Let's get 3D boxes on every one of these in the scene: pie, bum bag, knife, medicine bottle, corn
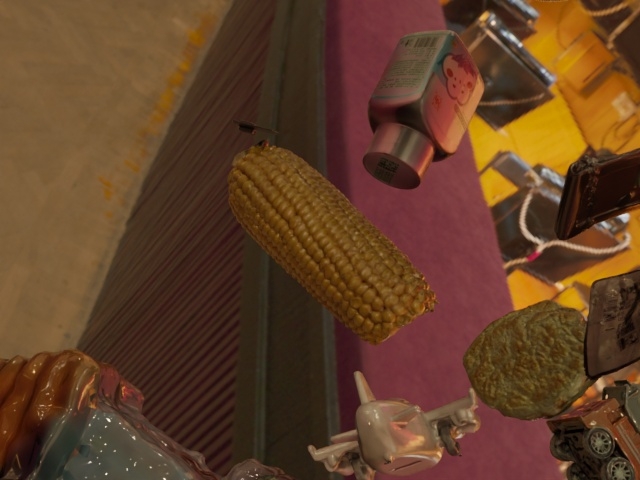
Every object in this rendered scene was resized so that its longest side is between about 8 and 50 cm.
[{"bbox_3d":[0.399,0.218,1.350,0.105,0.257,0.274,52,-11,-27],"label":"pie"},{"bbox_3d":[0.333,-0.064,0.797,0.160,0.109,0.026,-19,48,-13],"label":"bum bag"},{"bbox_3d":[-0.102,-0.179,1.165,0.072,0.019,0.245,14,6,-6],"label":"knife"},{"bbox_3d":[0.127,-0.163,0.930,0.119,0.094,0.188,45,63,-42],"label":"medicine bottle"},{"bbox_3d":[0.000,0.000,1.019,0.144,0.144,0.387,-3,42,-48],"label":"corn"}]

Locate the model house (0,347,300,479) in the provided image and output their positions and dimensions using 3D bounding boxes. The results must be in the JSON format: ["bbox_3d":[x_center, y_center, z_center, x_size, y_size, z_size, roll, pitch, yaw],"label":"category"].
[{"bbox_3d":[-0.192,0.172,0.387,0.339,0.360,0.297,36,74,4],"label":"model house"}]

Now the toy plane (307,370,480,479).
[{"bbox_3d":[0.103,0.268,1.010,0.252,0.252,0.118,13,48,-38],"label":"toy plane"}]

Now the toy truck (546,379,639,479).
[{"bbox_3d":[0.561,0.422,1.243,0.185,0.133,0.338,-28,79,-18],"label":"toy truck"}]

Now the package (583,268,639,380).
[{"bbox_3d":[0.399,0.066,0.832,0.030,0.239,0.154,33,53,-10],"label":"package"}]
